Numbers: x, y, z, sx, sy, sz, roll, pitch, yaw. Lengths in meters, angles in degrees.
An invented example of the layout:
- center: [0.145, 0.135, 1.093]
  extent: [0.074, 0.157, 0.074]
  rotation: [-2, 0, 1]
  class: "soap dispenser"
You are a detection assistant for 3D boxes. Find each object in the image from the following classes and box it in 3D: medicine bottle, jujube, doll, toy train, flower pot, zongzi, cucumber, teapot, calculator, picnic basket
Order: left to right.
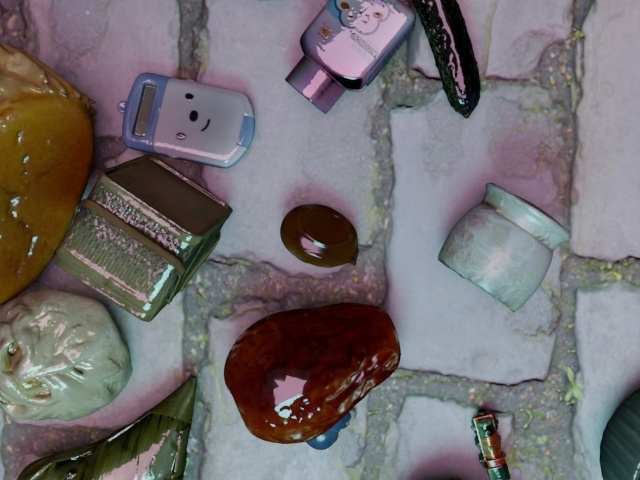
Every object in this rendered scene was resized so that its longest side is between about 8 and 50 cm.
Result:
- center: [-0.325, 0.318, 1.319]
  extent: [0.251, 0.125, 0.274]
  rotation: [10, 94, -5]
  class: "zongzi"
- center: [-0.239, -0.011, 1.214]
  extent: [0.165, 0.266, 0.139]
  rotation: [34, 102, -2]
  class: "picnic basket"
- center: [-0.202, -0.179, 1.297]
  extent: [0.210, 0.039, 0.121]
  rotation: [13, 83, 3]
  class: "calculator"
- center: [-0.010, 0.183, 1.267]
  extent: [0.255, 0.190, 0.190]
  rotation: [-20, 94, -10]
  class: "jujube"
- center: [0.000, 0.000, 1.298]
  extent: [0.129, 0.078, 0.098]
  rotation: [18, 56, -11]
  class: "teapot"
- center: [0.003, 0.278, 1.334]
  extent: [0.076, 0.050, 0.083]
  rotation: [38, 98, 4]
  class: "doll"
- center: [0.038, -0.279, 1.253]
  extent: [0.119, 0.094, 0.188]
  rotation: [40, 96, 1]
  class: "medicine bottle"
- center: [0.183, -0.297, 1.263]
  extent: [0.067, 0.067, 0.245]
  rotation: [-23, 96, 5]
  class: "cucumber"
- center: [0.256, 0.308, 1.312]
  extent: [0.044, 0.064, 0.103]
  rotation: [-14, 95, 6]
  class: "toy train"
- center: [0.261, 0.008, 1.243]
  extent: [0.147, 0.147, 0.143]
  rotation: [35, 93, 0]
  class: "medicine bottle"
- center: [0.517, 0.291, 1.250]
  extent: [0.243, 0.157, 0.189]
  rotation: [-36, 91, 7]
  class: "flower pot"

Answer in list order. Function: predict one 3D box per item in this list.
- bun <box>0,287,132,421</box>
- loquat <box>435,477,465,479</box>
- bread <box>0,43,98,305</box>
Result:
- center: [-0.396, 0.183, 1.280]
  extent: [0.231, 0.133, 0.231]
  rotation: [-2, 118, -4]
  class: "bun"
- center: [0.194, 0.469, 1.271]
  extent: [0.238, 0.193, 0.238]
  rotation: [2, 80, -15]
  class: "loquat"
- center: [-0.463, -0.079, 1.245]
  extent: [0.183, 0.236, 0.388]
  rotation: [36, 111, 20]
  class: "bread"
